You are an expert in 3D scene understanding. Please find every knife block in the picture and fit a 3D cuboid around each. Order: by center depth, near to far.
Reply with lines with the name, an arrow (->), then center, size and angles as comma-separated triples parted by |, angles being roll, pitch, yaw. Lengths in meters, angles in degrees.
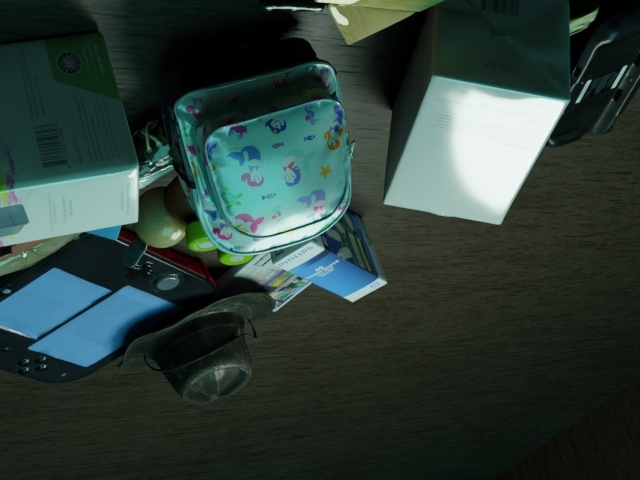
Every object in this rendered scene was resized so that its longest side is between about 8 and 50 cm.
knife block -> 0.044, -0.336, 1.229 | 0.276, 0.088, 0.242 | -23, 154, 8

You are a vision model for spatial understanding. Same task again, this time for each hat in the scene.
hat -> -0.199, 0.215, 1.974 | 0.331, 0.134, 0.331 | -24, 165, -7

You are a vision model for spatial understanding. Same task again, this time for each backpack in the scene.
backpack -> -0.070, -0.104, 1.391 | 0.225, 0.191, 0.253 | -16, 129, -13

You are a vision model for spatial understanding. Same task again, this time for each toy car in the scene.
toy car -> -0.208, -0.031, 1.577 | 0.188, 0.155, 0.149 | -21, 155, 24

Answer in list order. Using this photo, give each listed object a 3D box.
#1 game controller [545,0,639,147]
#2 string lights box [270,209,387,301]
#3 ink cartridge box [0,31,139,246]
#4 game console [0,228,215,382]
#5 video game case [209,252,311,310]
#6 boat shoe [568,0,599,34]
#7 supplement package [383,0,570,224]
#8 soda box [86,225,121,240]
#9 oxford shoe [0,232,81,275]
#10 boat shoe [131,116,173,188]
game controller -> 0.431, -0.254, 1.671 | 0.167, 0.067, 0.319 | -15, 153, -17
string lights box -> 0.000, 0.000, 1.782 | 0.077, 0.133, 0.260 | -30, 152, 19
ink cartridge box -> -0.398, -0.100, 1.238 | 0.354, 0.207, 0.119 | -10, 151, -17
game console -> -0.399, 0.113, 1.807 | 0.387, 0.060, 0.342 | -31, 152, 20
video game case -> -0.085, 0.061, 1.965 | 0.183, 0.023, 0.201 | 11, 139, -46
boat shoe -> 0.313, -0.295, 1.534 | 0.153, 0.056, 0.048 | -24, 149, -8
supplement package -> 0.202, -0.180, 1.485 | 0.178, 0.175, 0.293 | 10, 148, -5
soda box -> -0.346, -0.072, 1.396 | 0.210, 0.067, 0.071 | 17, 143, -12
oxford shoe -> -0.476, 0.024, 1.520 | 0.348, 0.123, 0.130 | -20, 159, 3
boat shoe -> -0.210, -0.132, 1.464 | 0.219, 0.077, 0.070 | -21, 153, -13
